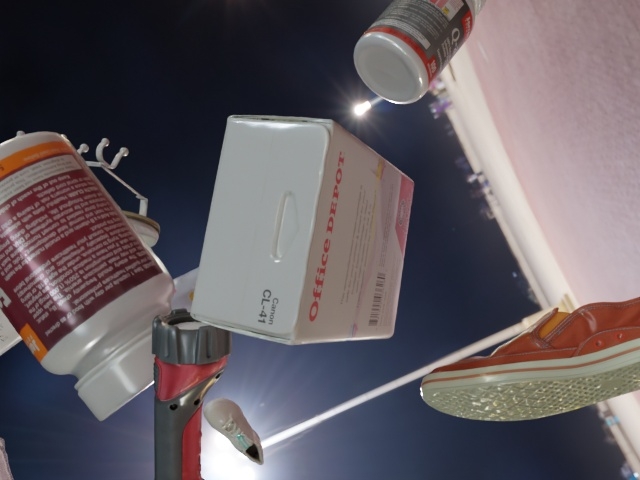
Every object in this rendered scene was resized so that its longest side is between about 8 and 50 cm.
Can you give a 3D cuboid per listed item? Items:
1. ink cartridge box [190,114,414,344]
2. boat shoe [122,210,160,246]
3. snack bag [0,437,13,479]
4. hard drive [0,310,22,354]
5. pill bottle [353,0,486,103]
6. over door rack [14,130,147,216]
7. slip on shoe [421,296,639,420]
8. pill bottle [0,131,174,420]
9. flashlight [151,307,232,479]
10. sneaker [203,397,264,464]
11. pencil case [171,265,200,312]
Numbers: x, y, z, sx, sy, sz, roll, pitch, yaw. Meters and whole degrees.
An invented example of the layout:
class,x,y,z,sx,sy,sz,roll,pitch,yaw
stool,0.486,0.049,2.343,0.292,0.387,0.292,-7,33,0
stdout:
class,x,y,z,sx,sy,sz,roll,pitch,yaw
ink cartridge box,0.000,0.000,0.771,0.306,0.131,0.226,18,-99,-64
boat shoe,-0.505,-0.008,1.450,0.302,0.113,0.103,8,-123,-37
snack bag,-0.555,0.386,0.997,0.342,0.037,0.323,48,166,40
hard drive,-0.880,0.236,1.596,0.203,0.307,0.040,53,-177,-42
pill bottle,0.262,-0.538,1.643,0.210,0.363,0.210,32,158,15
over door rack,-0.610,-0.180,1.686,0.324,0.240,0.108,79,-162,-65
slip on shoe,0.280,0.137,0.771,0.123,0.331,0.101,61,-166,-48
pill bottle,-0.366,0.055,0.971,0.392,0.224,0.224,53,-166,2
flashlight,-0.167,0.245,0.843,0.103,0.103,0.304,-23,-65,-66
sneaker,-0.200,0.469,1.579,0.212,0.080,0.094,53,173,-28
pencil case,-0.268,0.117,1.397,0.124,0.273,0.113,-8,107,62
